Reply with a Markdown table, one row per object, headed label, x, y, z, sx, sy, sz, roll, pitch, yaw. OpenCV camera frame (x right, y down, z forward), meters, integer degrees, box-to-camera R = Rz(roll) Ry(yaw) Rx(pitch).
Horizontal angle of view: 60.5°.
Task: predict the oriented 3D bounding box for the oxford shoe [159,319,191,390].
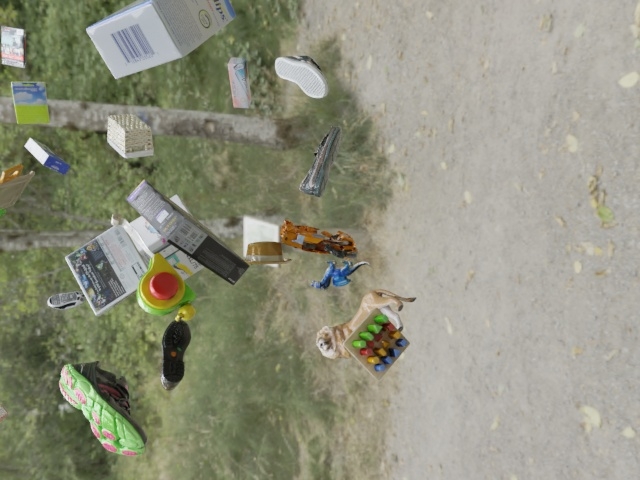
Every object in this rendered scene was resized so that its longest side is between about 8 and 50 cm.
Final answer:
| label | x | y | z | sx | sy | sz | roll | pitch | yaw |
| --- | --- | --- | --- | --- | --- | --- | --- | --- | --- |
| oxford shoe | -0.439 | 0.338 | 1.624 | 0.227 | 0.082 | 0.096 | -90 | 22 | -45 |

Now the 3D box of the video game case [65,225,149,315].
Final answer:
| label | x | y | z | sx | sy | sz | roll | pitch | yaw |
| --- | --- | --- | --- | --- | --- | --- | --- | --- | --- |
| video game case | -0.556 | 0.074 | 1.447 | 0.190 | 0.173 | 0.022 | 55 | 174 | 16 |

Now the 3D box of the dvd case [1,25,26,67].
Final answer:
| label | x | y | z | sx | sy | sz | roll | pitch | yaw |
| --- | --- | --- | --- | --- | --- | --- | --- | --- | --- |
| dvd case | -0.995 | -0.627 | 1.780 | 0.013 | 0.087 | 0.120 | -48 | -32 | -68 |

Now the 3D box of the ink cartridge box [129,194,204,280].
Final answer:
| label | x | y | z | sx | sy | sz | roll | pitch | yaw |
| --- | --- | --- | --- | --- | --- | --- | --- | --- | --- |
| ink cartridge box | -0.532 | 0.021 | 1.875 | 0.197 | 0.270 | 0.198 | 46 | 166 | 49 |

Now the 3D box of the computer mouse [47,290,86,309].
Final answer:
| label | x | y | z | sx | sy | sz | roll | pitch | yaw |
| --- | --- | --- | --- | --- | --- | --- | --- | --- | --- |
| computer mouse | -0.947 | 0.229 | 2.121 | 0.106 | 0.192 | 0.042 | -124 | 34 | -44 |

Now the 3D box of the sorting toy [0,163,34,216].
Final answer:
| label | x | y | z | sx | sy | sz | roll | pitch | yaw |
| --- | --- | --- | --- | --- | --- | --- | --- | --- | --- |
| sorting toy | -1.016 | -0.149 | 1.725 | 0.347 | 0.047 | 0.196 | -37 | 5 | 32 |

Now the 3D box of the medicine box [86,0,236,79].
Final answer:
| label | x | y | z | sx | sy | sz | roll | pitch | yaw |
| --- | --- | --- | --- | --- | --- | --- | --- | --- | --- |
| medicine box | -0.423 | -0.588 | 1.483 | 0.149 | 0.263 | 0.289 | 63 | -142 | -31 |

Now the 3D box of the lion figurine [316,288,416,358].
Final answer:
| label | x | y | z | sx | sy | sz | roll | pitch | yaw |
| --- | --- | --- | --- | --- | --- | --- | --- | --- | --- |
| lion figurine | 0.163 | 0.305 | 2.042 | 0.392 | 0.142 | 0.240 | -49 | 45 | 0 |

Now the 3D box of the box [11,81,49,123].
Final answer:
| label | x | y | z | sx | sy | sz | roll | pitch | yaw |
| --- | --- | --- | --- | --- | --- | --- | --- | --- | --- |
| box | -1.044 | -0.503 | 1.977 | 0.042 | 0.108 | 0.178 | 63 | 148 | 34 |

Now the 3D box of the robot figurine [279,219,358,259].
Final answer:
| label | x | y | z | sx | sy | sz | roll | pitch | yaw |
| --- | --- | --- | --- | --- | --- | --- | --- | --- | --- |
| robot figurine | 0.000 | 0.000 | 1.984 | 0.211 | 0.290 | 0.085 | -124 | 46 | -75 |

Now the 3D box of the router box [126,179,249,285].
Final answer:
| label | x | y | z | sx | sy | sz | roll | pitch | yaw |
| --- | --- | --- | --- | --- | --- | --- | --- | --- | --- |
| router box | -0.370 | -0.018 | 1.557 | 0.243 | 0.081 | 0.309 | 37 | 175 | 38 |

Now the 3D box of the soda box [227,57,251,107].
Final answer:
| label | x | y | z | sx | sy | sz | roll | pitch | yaw |
| --- | --- | --- | --- | --- | --- | --- | --- | --- | --- |
| soda box | -0.304 | -0.593 | 2.073 | 0.058 | 0.062 | 0.183 | -83 | -7 | -45 |

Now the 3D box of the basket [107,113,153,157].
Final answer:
| label | x | y | z | sx | sy | sz | roll | pitch | yaw |
| --- | --- | --- | --- | --- | --- | --- | --- | --- | --- |
| basket | -0.680 | -0.377 | 1.961 | 0.167 | 0.113 | 0.103 | 39 | 130 | 38 |

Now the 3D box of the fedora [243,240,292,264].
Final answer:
| label | x | y | z | sx | sy | sz | roll | pitch | yaw |
| --- | --- | --- | --- | --- | --- | --- | --- | --- | --- |
| fedora | -0.194 | 0.042 | 1.910 | 0.194 | 0.194 | 0.079 | -178 | 88 | -78 |

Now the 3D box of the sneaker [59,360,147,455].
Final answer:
| label | x | y | z | sx | sy | sz | roll | pitch | yaw |
| --- | --- | --- | --- | --- | --- | --- | --- | --- | --- |
| sneaker | -0.788 | 0.605 | 2.070 | 0.482 | 0.202 | 0.185 | 37 | 122 | 27 |

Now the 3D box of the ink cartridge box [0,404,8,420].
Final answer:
| label | x | y | z | sx | sy | sz | roll | pitch | yaw |
| --- | --- | --- | --- | --- | --- | --- | --- | --- | --- |
| ink cartridge box | -0.943 | 0.519 | 1.469 | 0.198 | 0.067 | 0.115 | -43 | -1 | 25 |

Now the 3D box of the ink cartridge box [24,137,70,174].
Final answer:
| label | x | y | z | sx | sy | sz | roll | pitch | yaw |
| --- | --- | --- | --- | --- | --- | --- | --- | --- | --- |
| ink cartridge box | -1.083 | -0.334 | 2.175 | 0.207 | 0.097 | 0.046 | 34 | 91 | 37 |

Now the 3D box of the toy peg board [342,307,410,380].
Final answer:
| label | x | y | z | sx | sy | sz | roll | pitch | yaw |
| --- | --- | --- | --- | --- | --- | --- | --- | --- | --- |
| toy peg board | 0.184 | 0.316 | 1.677 | 0.161 | 0.161 | 0.079 | 47 | 161 | -4 |

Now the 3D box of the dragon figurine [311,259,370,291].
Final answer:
| label | x | y | z | sx | sy | sz | roll | pitch | yaw |
| --- | --- | --- | --- | --- | --- | --- | --- | --- | --- |
| dragon figurine | 0.098 | 0.161 | 2.493 | 0.085 | 0.288 | 0.144 | -7 | -86 | -71 |

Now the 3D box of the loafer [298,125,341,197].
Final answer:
| label | x | y | z | sx | sy | sz | roll | pitch | yaw |
| --- | --- | --- | --- | --- | --- | --- | --- | --- | --- |
| loafer | 0.000 | -0.278 | 1.866 | 0.096 | 0.084 | 0.268 | 64 | -138 | -66 |

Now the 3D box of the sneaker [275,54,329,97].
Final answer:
| label | x | y | z | sx | sy | sz | roll | pitch | yaw |
| --- | --- | --- | --- | --- | --- | --- | --- | --- | --- |
| sneaker | -0.049 | -0.711 | 2.337 | 0.321 | 0.127 | 0.126 | 40 | 137 | 32 |

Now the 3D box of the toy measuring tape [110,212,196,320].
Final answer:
| label | x | y | z | sx | sy | sz | roll | pitch | yaw |
| --- | --- | --- | --- | --- | --- | --- | --- | --- | --- |
| toy measuring tape | -0.441 | 0.082 | 1.367 | 0.330 | 0.121 | 0.121 | 47 | 162 | 2 |
